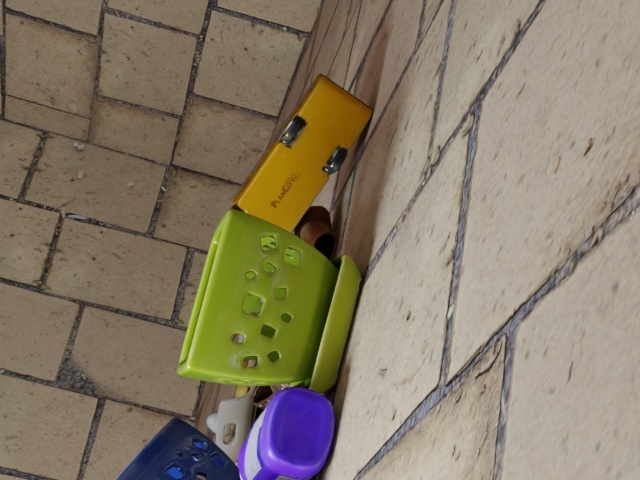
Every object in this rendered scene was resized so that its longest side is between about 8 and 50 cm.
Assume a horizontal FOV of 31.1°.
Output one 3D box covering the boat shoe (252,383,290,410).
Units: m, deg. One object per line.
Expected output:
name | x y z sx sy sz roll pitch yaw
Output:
boat shoe | -0.054 0.214 1.791 0.207 0.073 0.073 116 168 -48

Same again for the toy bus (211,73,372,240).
toy bus | -0.051 -0.113 1.931 0.332 0.108 0.130 -55 12 7

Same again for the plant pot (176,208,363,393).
plant pot | -0.069 0.102 1.606 0.228 0.207 0.227 140 146 -78

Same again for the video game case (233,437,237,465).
video game case | -0.192 0.483 2.494 0.122 0.011 0.087 -94 20 -69

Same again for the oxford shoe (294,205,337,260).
oxford shoe | 0.000 0.000 1.922 0.076 0.076 0.212 -36 23 26

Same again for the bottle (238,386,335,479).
bottle | -0.055 0.285 1.555 0.283 0.092 0.118 120 164 -63

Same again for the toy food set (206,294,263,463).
toy food set | -0.167 0.266 2.299 0.219 0.092 0.306 98 179 -46

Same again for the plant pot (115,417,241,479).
plant pot | -0.211 0.454 1.775 0.236 0.212 0.236 -50 -19 -63
